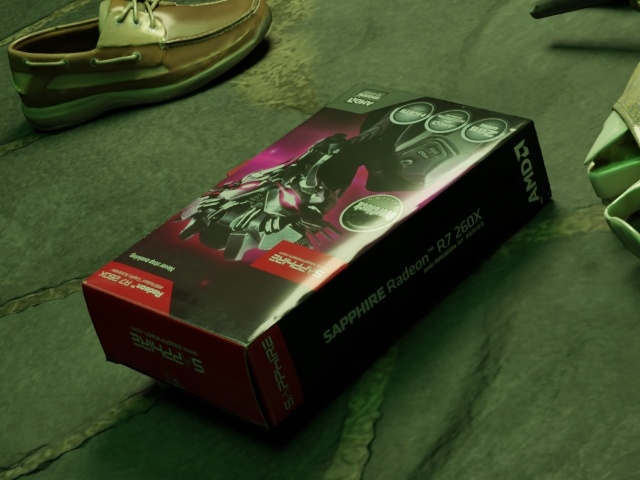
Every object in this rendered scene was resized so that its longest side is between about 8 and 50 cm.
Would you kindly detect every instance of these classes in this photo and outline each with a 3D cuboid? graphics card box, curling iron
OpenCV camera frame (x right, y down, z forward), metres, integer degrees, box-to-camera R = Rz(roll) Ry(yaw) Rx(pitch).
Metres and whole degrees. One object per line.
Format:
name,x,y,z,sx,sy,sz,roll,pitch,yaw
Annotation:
graphics card box,0.000,0.000,1.696,0.371,0.094,0.233,-36,34,-29
curling iron,0.295,-0.248,1.853,0.068,0.035,0.274,-33,17,-31

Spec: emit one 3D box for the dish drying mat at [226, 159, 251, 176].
dish drying mat,-0.064,-0.063,1.962,0.032,0.008,0.083,-34,30,-18

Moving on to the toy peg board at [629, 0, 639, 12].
toy peg board,0.397,-0.222,1.829,0.161,0.079,0.160,-24,14,2

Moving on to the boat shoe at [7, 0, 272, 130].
boat shoe,-0.217,-0.228,2.230,0.324,0.116,0.123,-19,30,11

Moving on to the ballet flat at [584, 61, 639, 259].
ballet flat,0.280,-0.055,1.602,0.106,0.107,0.316,-27,27,10

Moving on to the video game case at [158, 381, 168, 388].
video game case,-0.081,0.065,1.757,0.157,0.019,0.143,-22,30,3
